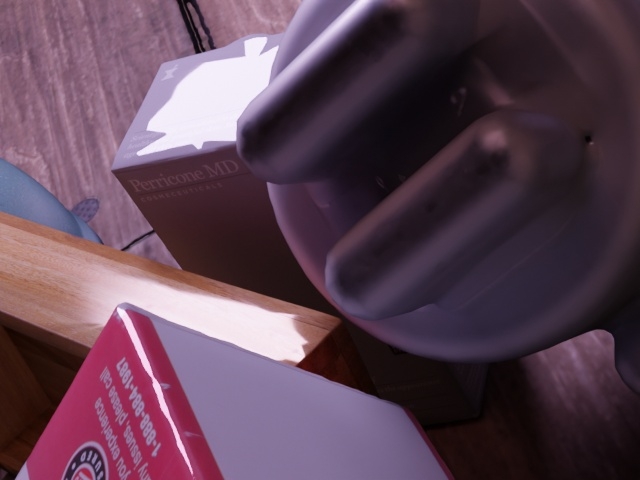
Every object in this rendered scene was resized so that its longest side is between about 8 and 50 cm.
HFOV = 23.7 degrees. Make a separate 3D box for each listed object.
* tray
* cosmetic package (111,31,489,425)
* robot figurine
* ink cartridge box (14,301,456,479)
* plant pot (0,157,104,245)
[{"bbox_3d":[-0.108,0.095,0.885,0.411,0.203,0.076,14,49,46],"label":"tray"},{"bbox_3d":[0.000,0.000,0.878,0.127,0.238,0.107,-12,42,30],"label":"cosmetic package"},{"bbox_3d":[0.108,-0.054,0.752,0.200,0.353,0.300,-37,76,29],"label":"robot figurine"},{"bbox_3d":[-0.075,0.267,0.591,0.385,0.160,0.279,-57,33,16],"label":"ink cartridge box"},{"bbox_3d":[-0.334,0.027,1.155,0.293,0.196,0.293,-21,39,18],"label":"plant pot"}]
